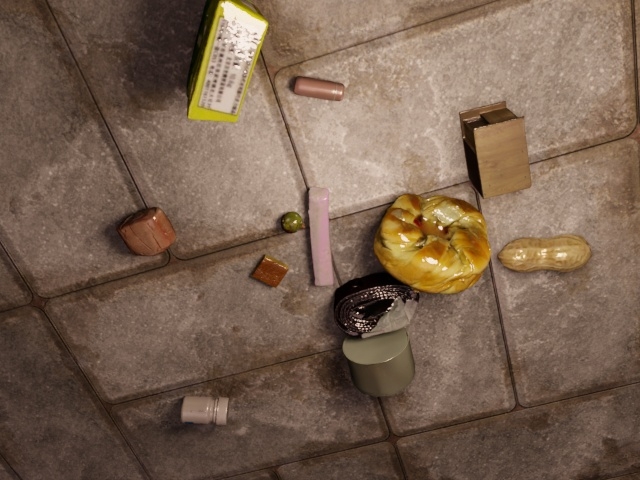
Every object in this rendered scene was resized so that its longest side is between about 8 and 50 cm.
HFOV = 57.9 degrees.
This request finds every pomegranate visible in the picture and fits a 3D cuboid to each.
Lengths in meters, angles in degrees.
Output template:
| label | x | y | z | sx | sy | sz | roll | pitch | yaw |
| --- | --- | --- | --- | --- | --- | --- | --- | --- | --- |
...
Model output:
| label | x | y | z | sx | sy | sz | roll | pitch | yaw |
| --- | --- | --- | --- | --- | --- | --- | --- | --- | --- |
| pomegranate | -0.088 | -0.051 | 1.821 | 0.073 | 0.073 | 0.084 | -22 | 140 | 10 |

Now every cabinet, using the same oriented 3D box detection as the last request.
| label | x | y | z | sx | sy | sz | roll | pitch | yaw |
| --- | --- | --- | --- | --- | --- | --- | --- | --- | --- |
| cabinet | 0.503 | -0.263 | 1.660 | 0.148 | 0.174 | 0.215 | -14 | 116 | 6 |

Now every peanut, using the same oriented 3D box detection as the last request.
| label | x | y | z | sx | sy | sz | roll | pitch | yaw |
| --- | --- | --- | --- | --- | --- | --- | --- | --- | --- |
| peanut | 0.717 | 0.045 | 1.846 | 0.299 | 0.136 | 0.120 | -4 | 89 | 3 |

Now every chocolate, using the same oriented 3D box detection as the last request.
| label | x | y | z | sx | sy | sz | roll | pitch | yaw |
| --- | --- | --- | --- | --- | --- | --- | --- | --- | --- |
| chocolate | -0.248 | -0.475 | 1.478 | 0.137 | 0.288 | 0.300 | 12 | 117 | -20 |

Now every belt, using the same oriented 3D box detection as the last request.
| label | x | y | z | sx | sy | sz | roll | pitch | yaw |
| --- | --- | --- | --- | --- | --- | --- | --- | --- | --- |
| belt | 0.185 | 0.215 | 1.908 | 0.289 | 0.164 | 0.184 | -16 | 108 | 7 |

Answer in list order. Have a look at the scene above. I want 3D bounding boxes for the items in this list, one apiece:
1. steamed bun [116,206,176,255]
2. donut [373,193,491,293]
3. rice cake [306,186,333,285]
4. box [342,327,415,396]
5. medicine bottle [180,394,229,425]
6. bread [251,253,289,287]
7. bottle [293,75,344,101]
| label | x | y | z | sx | sy | sz | roll | pitch | yaw |
| --- | --- | --- | --- | --- | --- | --- | --- | --- | --- |
| steamed bun | -0.536 | -0.026 | 1.805 | 0.175 | 0.106 | 0.144 | -15 | 123 | 22 |
| donut | 0.336 | -0.001 | 1.714 | 0.361 | 0.360 | 0.170 | 11 | 132 | -7 |
| rice cake | 0.000 | 0.000 | 1.853 | 0.073 | 0.056 | 0.364 | -2 | 117 | 2 |
| box | 0.200 | 0.400 | 1.967 | 0.226 | 0.226 | 0.149 | -13 | 117 | 5 |
| medicine bottle | -0.426 | 0.629 | 2.142 | 0.168 | 0.105 | 0.104 | 4 | 117 | -3 |
| bread | -0.166 | 0.101 | 1.912 | 0.095 | 0.035 | 0.090 | 28 | 114 | -15 |
| bottle | -0.004 | -0.427 | 1.632 | 0.140 | 0.053 | 0.053 | 8 | 117 | -5 |
